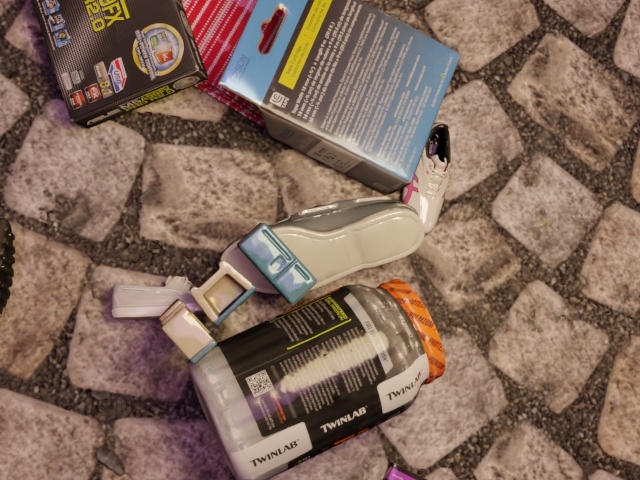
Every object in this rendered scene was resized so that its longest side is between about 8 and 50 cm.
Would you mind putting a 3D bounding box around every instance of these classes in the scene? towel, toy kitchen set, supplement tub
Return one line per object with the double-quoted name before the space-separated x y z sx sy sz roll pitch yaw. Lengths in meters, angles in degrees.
"towel" -0.136 -0.323 1.406 0.275 0.031 0.199 31 75 -3
"toy kitchen set" -0.108 0.087 1.193 0.207 0.166 0.122 -43 99 -8
"supplement tub" -0.003 0.195 1.240 0.338 0.207 0.207 -23 84 -13

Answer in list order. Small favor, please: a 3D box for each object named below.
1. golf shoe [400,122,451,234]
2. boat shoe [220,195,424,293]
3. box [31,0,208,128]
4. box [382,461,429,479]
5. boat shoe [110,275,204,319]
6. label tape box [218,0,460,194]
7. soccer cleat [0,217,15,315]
"golf shoe" 0.175 -0.103 1.392 0.067 0.086 0.186 8 79 -11
"boat shoe" 0.000 0.000 1.349 0.319 0.099 0.116 -13 118 -1
"box" -0.319 -0.338 1.324 0.216 0.060 0.270 -20 83 8
"box" 0.127 0.440 1.309 0.116 0.029 0.162 28 74 -3
"boat shoe" -0.225 0.084 1.299 0.184 0.066 0.063 -5 81 -1
"label tape box" 0.025 -0.257 1.357 0.334 0.106 0.240 26 76 -12
"soccer cleat" -0.524 0.113 1.215 0.116 0.108 0.318 14 80 -4
